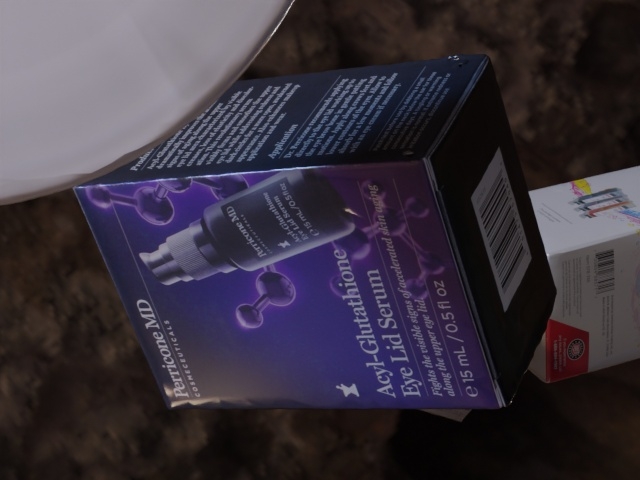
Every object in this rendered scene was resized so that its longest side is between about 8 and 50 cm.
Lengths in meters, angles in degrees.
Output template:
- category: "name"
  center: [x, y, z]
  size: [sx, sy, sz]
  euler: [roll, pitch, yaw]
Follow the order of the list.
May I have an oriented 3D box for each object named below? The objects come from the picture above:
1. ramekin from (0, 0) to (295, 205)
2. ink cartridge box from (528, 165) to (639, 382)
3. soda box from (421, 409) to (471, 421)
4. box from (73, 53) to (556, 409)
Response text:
- category: "ramekin"
  center: [-0.132, -0.152, 0.585]
  size: [0.273, 0.127, 0.272]
  euler: [-1, -78, -6]
- category: "ink cartridge box"
  center: [0.245, 0.025, 1.458]
  size: [0.176, 0.127, 0.128]
  euler: [-13, -64, -19]
- category: "soda box"
  center: [0.063, 0.060, 1.246]
  size: [0.098, 0.091, 0.286]
  euler: [-48, -25, 9]
- category: "box"
  center: [0.000, 0.000, 0.873]
  size: [0.108, 0.207, 0.153]
  euler: [-57, -46, -49]
